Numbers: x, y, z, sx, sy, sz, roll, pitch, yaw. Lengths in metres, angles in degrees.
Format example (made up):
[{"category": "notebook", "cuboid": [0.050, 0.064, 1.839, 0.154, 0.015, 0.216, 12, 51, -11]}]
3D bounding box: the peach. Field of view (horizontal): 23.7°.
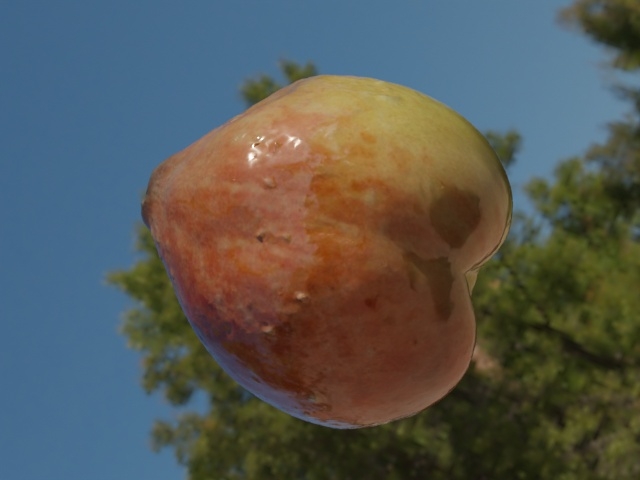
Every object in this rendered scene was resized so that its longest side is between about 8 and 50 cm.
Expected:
[{"category": "peach", "cuboid": [0.000, 0.000, 0.950, 0.232, 0.232, 0.232, -54, -23, -36]}]
